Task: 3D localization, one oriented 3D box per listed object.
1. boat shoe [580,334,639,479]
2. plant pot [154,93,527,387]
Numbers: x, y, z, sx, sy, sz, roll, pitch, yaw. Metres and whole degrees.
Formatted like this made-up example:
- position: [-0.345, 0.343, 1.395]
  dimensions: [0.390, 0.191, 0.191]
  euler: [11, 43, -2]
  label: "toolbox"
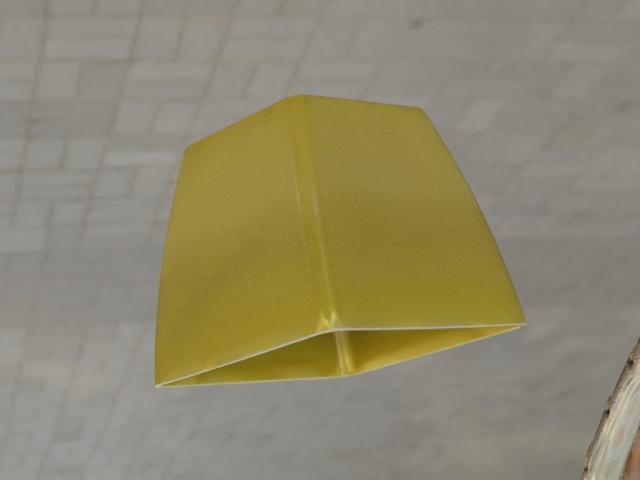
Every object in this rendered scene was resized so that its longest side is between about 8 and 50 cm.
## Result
- position: [0.188, 0.157, 0.769]
  dimensions: [0.116, 0.123, 0.324]
  euler: [15, 124, 20]
  label: "boat shoe"
- position: [0.000, 0.000, 1.208]
  dimensions: [0.212, 0.187, 0.212]
  euler: [1, 165, -43]
  label: "plant pot"
